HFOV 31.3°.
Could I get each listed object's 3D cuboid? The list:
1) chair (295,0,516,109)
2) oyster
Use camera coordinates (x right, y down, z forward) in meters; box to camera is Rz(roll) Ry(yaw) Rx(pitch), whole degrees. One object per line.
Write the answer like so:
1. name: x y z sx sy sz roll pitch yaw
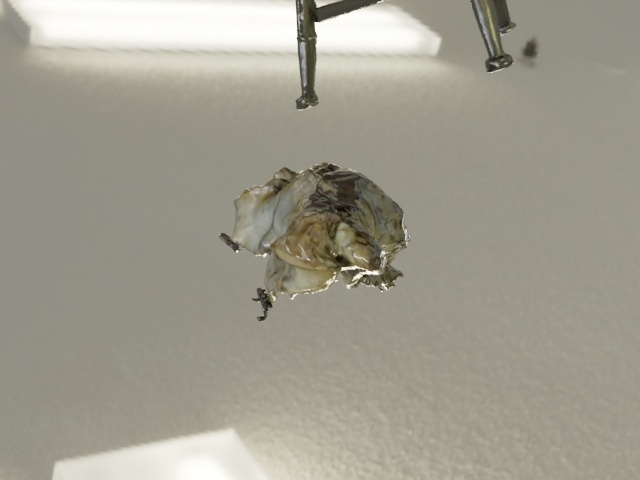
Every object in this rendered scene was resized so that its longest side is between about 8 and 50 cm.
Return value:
1. chair: 0.146 -0.406 1.246 0.362 0.410 0.365 -24 -168 -31
2. oyster: -0.007 -0.004 1.138 0.198 0.133 0.337 12 -167 2
